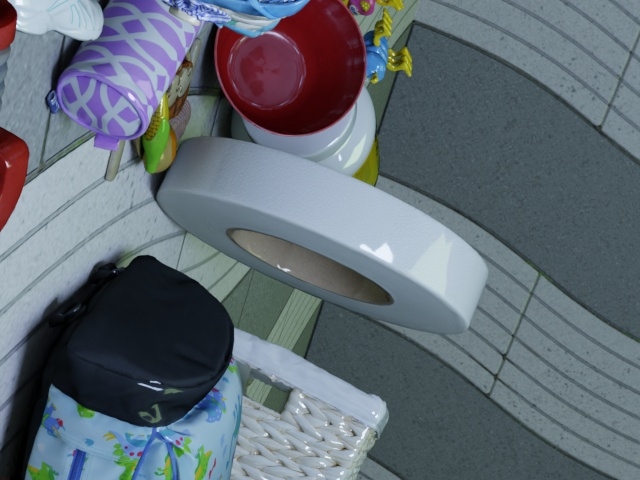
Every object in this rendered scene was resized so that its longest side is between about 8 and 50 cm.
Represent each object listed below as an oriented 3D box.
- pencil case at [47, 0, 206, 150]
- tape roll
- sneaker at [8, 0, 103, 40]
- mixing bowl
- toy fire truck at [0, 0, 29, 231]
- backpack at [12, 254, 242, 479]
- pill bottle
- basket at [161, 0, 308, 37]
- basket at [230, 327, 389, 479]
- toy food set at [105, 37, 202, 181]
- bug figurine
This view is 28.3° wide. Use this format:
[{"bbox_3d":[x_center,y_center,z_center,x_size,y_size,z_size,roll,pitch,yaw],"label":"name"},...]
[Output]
[{"bbox_3d":[-0.144,-0.173,1.072,0.088,0.086,0.206,79,31,-52],"label":"pencil case"},{"bbox_3d":[0.000,0.000,1.446,0.392,0.392,0.072,80,32,-76],"label":"tape roll"},{"bbox_3d":[-0.187,-0.176,0.894,0.152,0.054,0.061,-31,139,-77],"label":"sneaker"},{"bbox_3d":[-0.048,-0.205,1.464,0.181,0.181,0.098,-67,-161,-9],"label":"mixing bowl"},{"bbox_3d":[-0.209,-0.105,0.688,0.246,0.158,0.217,-40,152,-53],"label":"toy fire truck"},{"bbox_3d":[-0.205,0.240,1.324,0.355,0.273,0.290,-58,-177,18],"label":"backpack"},{"bbox_3d":[-0.017,-0.136,1.684,0.334,0.188,0.188,71,41,-79],"label":"pill bottle"},{"bbox_3d":[-0.066,-0.252,0.777,0.201,0.255,0.289,-65,-177,-18],"label":"basket"},{"bbox_3d":[-0.106,0.269,1.699,0.266,0.328,0.331,-63,172,-7],"label":"basket"},{"bbox_3d":[-0.153,-0.133,1.300,0.192,0.038,0.132,-53,163,-63],"label":"toy food set"},{"bbox_3d":[0.032,-0.336,1.604,0.279,0.072,0.216,58,26,-33],"label":"bug figurine"}]
